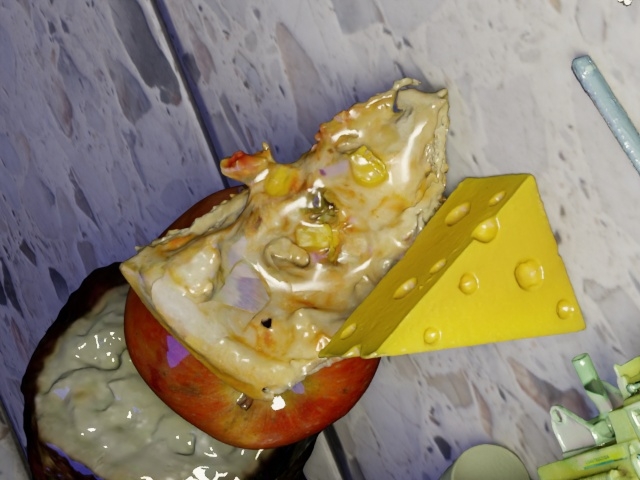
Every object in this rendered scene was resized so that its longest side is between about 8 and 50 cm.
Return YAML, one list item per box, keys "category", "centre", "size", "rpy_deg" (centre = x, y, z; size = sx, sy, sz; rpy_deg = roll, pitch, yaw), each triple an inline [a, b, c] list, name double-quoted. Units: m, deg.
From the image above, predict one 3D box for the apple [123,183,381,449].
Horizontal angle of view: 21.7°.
- category: "apple"
  centre: [-0.054, 0.058, 1.456]
  size: [0.230, 0.230, 0.230]
  rpy_deg: [45, 149, 37]

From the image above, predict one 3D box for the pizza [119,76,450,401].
- category: "pizza"
  centre: [0.000, 0.000, 1.272]
  size: [0.189, 0.297, 0.071]
  rpy_deg: [53, -165, -8]

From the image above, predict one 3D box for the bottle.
- category: "bottle"
  centre: [0.118, 0.242, 1.439]
  size: [0.072, 0.072, 0.201]
  rpy_deg: [57, 154, 17]

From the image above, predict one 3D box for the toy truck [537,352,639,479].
- category: "toy truck"
  centre: [0.224, 0.127, 1.050]
  size: [0.135, 0.128, 0.259]
  rpy_deg: [66, 155, 1]

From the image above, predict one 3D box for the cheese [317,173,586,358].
- category: "cheese"
  centre: [0.084, 0.043, 1.197]
  size: [0.093, 0.171, 0.126]
  rpy_deg: [0, 113, 64]

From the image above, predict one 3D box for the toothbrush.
- category: "toothbrush"
  centre: [0.220, -0.024, 1.049]
  size: [0.219, 0.016, 0.019]
  rpy_deg: [60, 155, 11]

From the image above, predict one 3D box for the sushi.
- category: "sushi"
  centre: [-0.150, 0.197, 1.681]
  size: [0.299, 0.281, 0.294]
  rpy_deg: [44, 155, 25]

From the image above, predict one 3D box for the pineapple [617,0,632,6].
- category: "pineapple"
  centre: [0.153, -0.203, 0.962]
  size: [0.159, 0.074, 0.074]
  rpy_deg: [53, 154, 6]
